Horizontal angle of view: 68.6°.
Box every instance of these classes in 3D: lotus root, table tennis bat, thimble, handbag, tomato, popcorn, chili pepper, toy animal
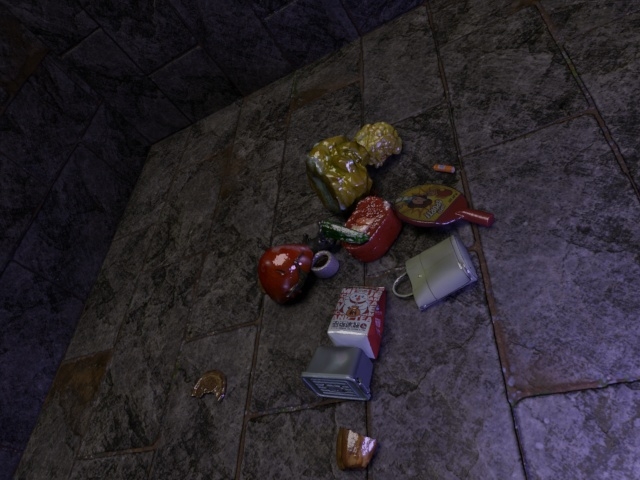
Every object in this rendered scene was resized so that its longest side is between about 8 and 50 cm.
[{"bbox_3d":[0.101,0.668,1.512,0.160,0.095,0.135,-13,52,37],"label":"lotus root"},{"bbox_3d":[0.488,-0.130,1.888,0.415,0.051,0.268,21,50,38],"label":"table tennis bat"},{"bbox_3d":[0.017,0.107,2.057,0.115,0.090,0.102,-16,51,25],"label":"thimble"},{"bbox_3d":[0.415,0.132,1.758,0.315,0.109,0.241,-36,39,27],"label":"handbag"},{"bbox_3d":[-0.187,0.117,2.070,0.309,0.170,0.308,-27,48,35],"label":"tomato"},{"bbox_3d":[0.274,-0.457,2.268,0.235,0.217,0.181,-52,48,28],"label":"popcorn"},{"bbox_3d":[0.155,0.286,1.767,0.171,0.151,0.298,-1,39,24],"label":"handbag"},{"bbox_3d":[0.106,-0.033,1.914,0.227,0.088,0.059,13,39,35],"label":"chili pepper"},{"bbox_3d":[0.005,0.002,2.154,0.245,0.115,0.146,-43,29,33],"label":"toy animal"}]

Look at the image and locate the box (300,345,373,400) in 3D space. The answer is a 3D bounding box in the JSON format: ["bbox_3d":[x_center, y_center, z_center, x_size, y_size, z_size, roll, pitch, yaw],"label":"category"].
[{"bbox_3d":[0.067,0.467,1.667,0.244,0.163,0.135,-9,42,33],"label":"box"}]

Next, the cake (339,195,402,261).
[{"bbox_3d":[0.216,-0.046,1.988,0.177,0.151,0.282,20,71,49],"label":"cake"}]

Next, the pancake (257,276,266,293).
[{"bbox_3d":[-0.224,0.167,2.241,0.199,0.021,0.199,-22,44,23],"label":"pancake"}]

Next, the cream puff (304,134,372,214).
[{"bbox_3d":[0.107,-0.312,2.156,0.276,0.378,0.378,-33,39,-15],"label":"cream puff"}]

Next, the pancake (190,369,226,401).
[{"bbox_3d":[-0.488,0.645,2.036,0.191,0.020,0.184,-34,43,9],"label":"pancake"}]

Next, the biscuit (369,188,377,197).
[{"bbox_3d":[0.226,-0.215,2.226,0.091,0.015,0.078,4,58,40],"label":"biscuit"}]

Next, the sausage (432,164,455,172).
[{"bbox_3d":[0.538,-0.318,2.063,0.107,0.031,0.031,19,69,45],"label":"sausage"}]
